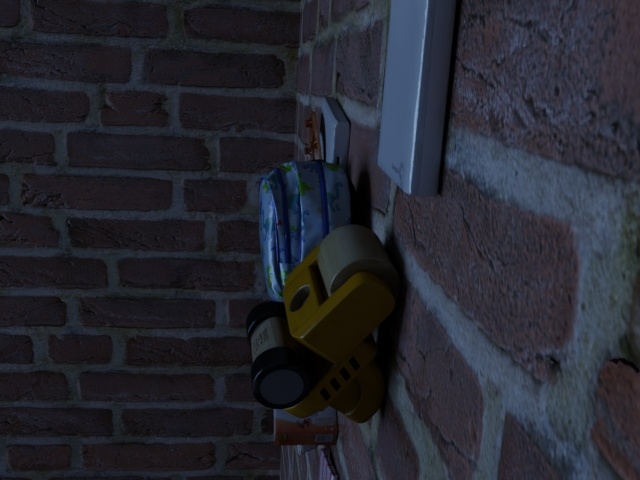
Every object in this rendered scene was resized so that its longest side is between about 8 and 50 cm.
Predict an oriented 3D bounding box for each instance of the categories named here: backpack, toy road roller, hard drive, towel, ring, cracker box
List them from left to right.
[{"bbox_3d":[-0.042,0.406,1.849,0.067,0.156,0.232,98,170,-45],"label":"cracker box"},{"bbox_3d":[-0.018,0.009,1.490,0.290,0.273,0.355,99,-176,-84],"label":"backpack"},{"bbox_3d":[-0.019,-0.190,2.014,0.336,0.032,0.336,174,90,-86],"label":"ring"},{"bbox_3d":[0.022,0.626,1.821,0.197,0.029,0.144,-150,62,-80],"label":"towel"},{"bbox_3d":[0.032,-0.244,1.878,0.307,0.040,0.203,-105,18,-67],"label":"hard drive"},{"bbox_3d":[0.038,0.162,1.232,0.329,0.241,0.202,-48,24,15],"label":"toy road roller"},{"bbox_3d":[0.130,-0.257,0.982,0.233,0.047,0.353,-109,21,-73],"label":"hard drive"}]

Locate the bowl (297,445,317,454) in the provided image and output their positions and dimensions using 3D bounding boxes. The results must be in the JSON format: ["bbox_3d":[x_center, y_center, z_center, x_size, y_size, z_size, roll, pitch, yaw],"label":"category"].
[{"bbox_3d":[-0.019,0.495,1.956,0.170,0.080,0.170,-178,90,-84],"label":"bowl"}]

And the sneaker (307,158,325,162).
[{"bbox_3d":[-0.026,-0.076,1.789,0.330,0.122,0.146,106,144,-63],"label":"sneaker"}]

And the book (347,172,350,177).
[{"bbox_3d":[0.053,-0.076,1.708,0.096,0.035,0.144,-90,4,-48],"label":"book"}]
